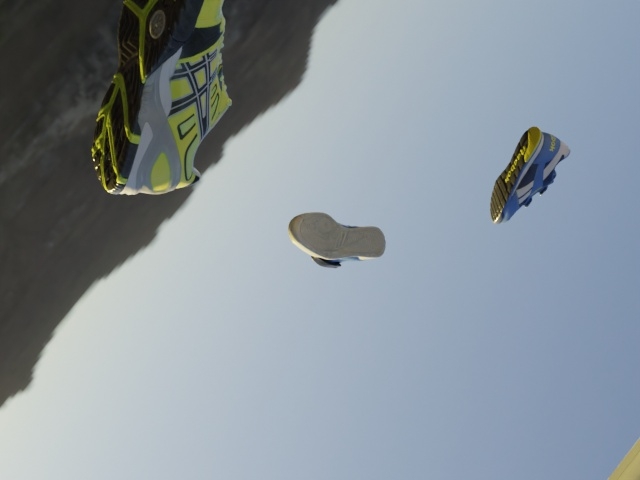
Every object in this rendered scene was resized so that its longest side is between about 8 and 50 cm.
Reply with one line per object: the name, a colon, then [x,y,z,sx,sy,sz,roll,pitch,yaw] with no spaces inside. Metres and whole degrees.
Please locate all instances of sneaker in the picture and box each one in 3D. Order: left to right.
sneaker: [-0.191,-0.239,1.580,0.145,0.147,0.385,50,-54,42]
sneaker: [0.000,0.001,1.435,0.084,0.152,0.058,-11,-101,45]
sneaker: [0.258,-0.073,1.457,0.053,0.059,0.144,-99,-151,-47]

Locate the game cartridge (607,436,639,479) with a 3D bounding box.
game cartridge: [0.479,0.286,1.281,0.062,0.297,0.198,-75,-176,-52]
